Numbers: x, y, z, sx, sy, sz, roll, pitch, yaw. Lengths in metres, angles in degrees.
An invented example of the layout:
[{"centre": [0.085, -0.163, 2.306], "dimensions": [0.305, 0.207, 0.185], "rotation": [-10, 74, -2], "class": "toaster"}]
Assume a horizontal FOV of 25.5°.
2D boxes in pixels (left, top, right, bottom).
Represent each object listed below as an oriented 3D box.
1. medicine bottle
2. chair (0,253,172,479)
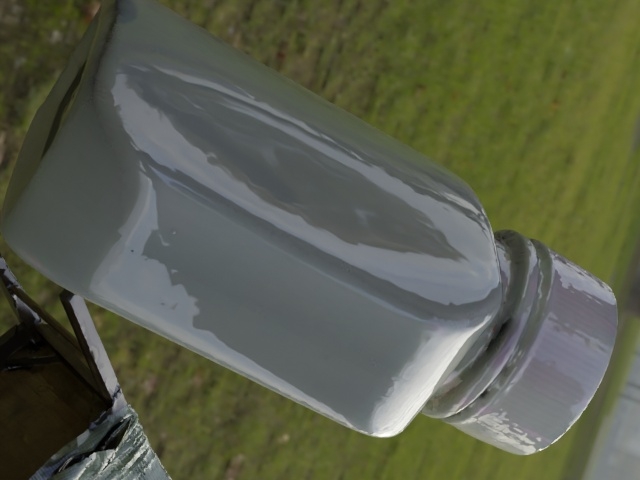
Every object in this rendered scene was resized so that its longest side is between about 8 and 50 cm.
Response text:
[{"centre": [0.000, 0.000, 0.435], "dimensions": [0.069, 0.183, 0.119], "rotation": [-56, -162, 22], "class": "medicine bottle"}, {"centre": [-0.228, 0.158, 1.130], "dimensions": [0.160, 0.186, 0.319], "rotation": [-41, 138, -23], "class": "chair"}]
